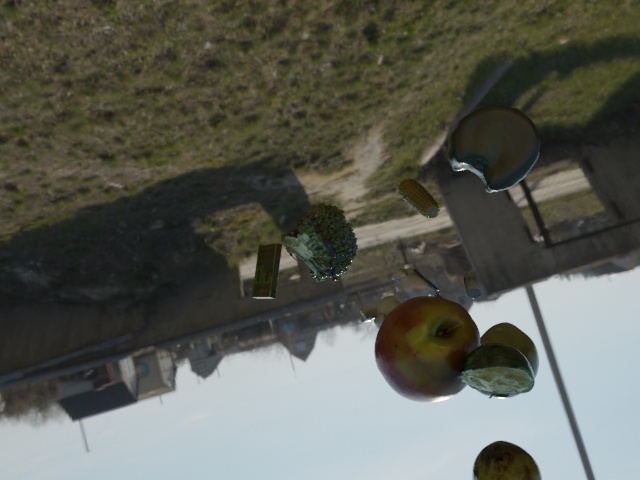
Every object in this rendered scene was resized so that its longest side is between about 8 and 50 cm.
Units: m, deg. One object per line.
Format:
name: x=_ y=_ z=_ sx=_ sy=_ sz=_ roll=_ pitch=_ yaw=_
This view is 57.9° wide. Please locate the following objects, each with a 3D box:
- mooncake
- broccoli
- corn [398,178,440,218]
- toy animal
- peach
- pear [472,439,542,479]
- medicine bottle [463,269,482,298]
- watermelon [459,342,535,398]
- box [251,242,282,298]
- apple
mooncake: x=0.687 y=-0.374 z=2.312 sx=0.351 sy=0.351 sz=0.187 roll=-16 pitch=-178 yaw=11
broccoli: x=0.017 y=-0.004 z=1.865 sx=0.180 sy=0.243 sz=0.273 roll=-24 pitch=-161 yaw=-29
corn: x=0.381 y=-0.164 z=2.243 sx=0.091 sy=0.260 sz=0.091 roll=24 pitch=107 yaw=-30
toy animal: x=0.319 y=0.257 z=2.350 sx=0.310 sy=0.183 sz=0.247 roll=-46 pitch=143 yaw=4
peach: x=0.353 y=0.362 z=1.943 sx=0.369 sy=0.370 sz=0.370 roll=-15 pitch=173 yaw=-2
pear: x=0.748 y=0.942 z=2.327 sx=0.283 sy=0.284 sz=0.283 roll=-15 pitch=173 yaw=-2
medicine bottle: x=0.554 y=0.159 z=2.108 sx=0.058 sy=0.091 sz=0.058 roll=2 pitch=133 yaw=3
watermelon: x=0.521 y=0.373 z=1.705 sx=0.232 sy=0.127 sz=0.204 roll=33 pitch=139 yaw=-32
box: x=-0.191 y=0.110 z=2.067 sx=0.030 sy=0.193 sz=0.121 roll=13 pitch=168 yaw=-36
apple: x=0.721 y=0.491 z=2.271 sx=0.257 sy=0.233 sz=0.295 roll=-32 pitch=145 yaw=-35
